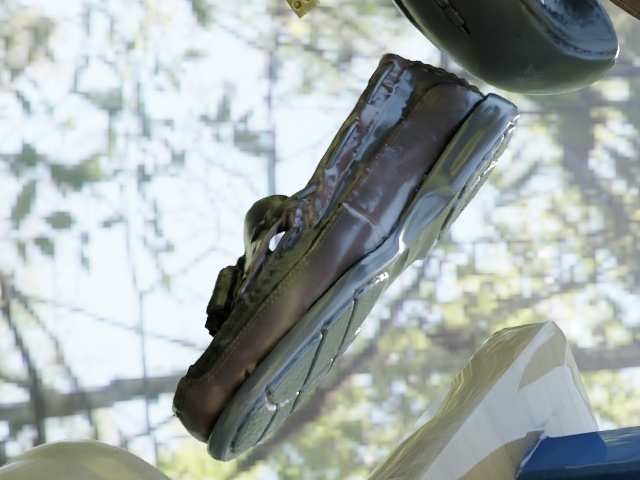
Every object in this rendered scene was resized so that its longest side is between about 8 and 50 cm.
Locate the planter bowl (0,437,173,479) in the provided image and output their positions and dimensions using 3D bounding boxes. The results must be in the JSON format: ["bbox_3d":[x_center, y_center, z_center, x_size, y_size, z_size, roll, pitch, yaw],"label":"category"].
[{"bbox_3d":[-0.101,0.153,0.564,0.162,0.109,0.162,14,-69,41],"label":"planter bowl"}]

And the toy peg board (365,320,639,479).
[{"bbox_3d":[0.062,0.117,0.341,0.079,0.160,0.161,-11,-71,36],"label":"toy peg board"}]

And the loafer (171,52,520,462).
[{"bbox_3d":[0.000,0.000,1.016,0.095,0.302,0.109,35,-39,10],"label":"loafer"}]

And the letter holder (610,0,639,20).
[{"bbox_3d":[0.386,-0.257,1.702,0.214,0.302,0.152,-54,-153,22],"label":"letter holder"}]

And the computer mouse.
[{"bbox_3d":[0.052,-0.158,1.165,0.184,0.262,0.060,-23,-148,43],"label":"computer mouse"}]
